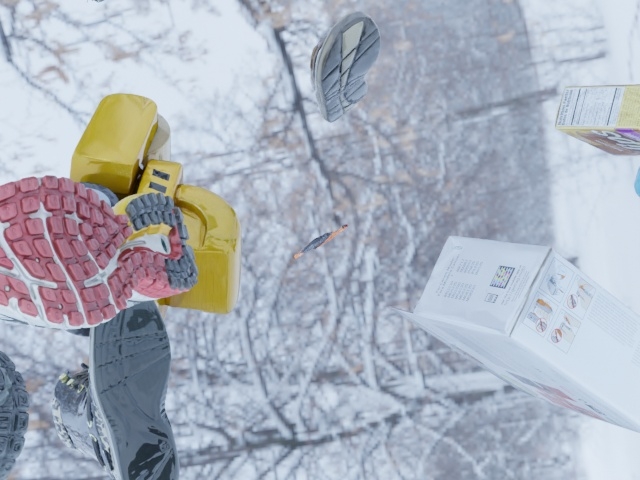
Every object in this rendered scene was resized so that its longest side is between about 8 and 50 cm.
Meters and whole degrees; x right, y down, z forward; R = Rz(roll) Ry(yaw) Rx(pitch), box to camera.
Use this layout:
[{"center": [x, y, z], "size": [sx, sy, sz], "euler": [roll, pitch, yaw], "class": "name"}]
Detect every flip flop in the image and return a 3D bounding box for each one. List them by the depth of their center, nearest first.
[{"center": [0.026, -0.271, 1.538], "size": [0.080, 0.112, 0.277], "euler": [55, 171, 12], "class": "flip flop"}]

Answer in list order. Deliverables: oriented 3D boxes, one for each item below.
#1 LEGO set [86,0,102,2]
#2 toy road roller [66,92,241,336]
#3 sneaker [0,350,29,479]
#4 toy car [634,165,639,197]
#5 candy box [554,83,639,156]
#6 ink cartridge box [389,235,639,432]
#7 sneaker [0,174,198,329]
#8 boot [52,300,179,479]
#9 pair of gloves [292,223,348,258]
[{"center": [-0.327, -0.352, 1.384], "size": [0.023, 0.054, 0.083], "euler": [-55, -45, -7], "class": "LEGO set"}, {"center": [-0.215, -0.023, 1.325], "size": [0.329, 0.241, 0.202], "euler": [-83, 1, -46], "class": "toy road roller"}, {"center": [-0.332, 0.115, 0.822], "size": [0.109, 0.130, 0.286], "euler": [24, -155, -47], "class": "sneaker"}, {"center": [0.531, -0.200, 1.375], "size": [0.238, 0.210, 0.219], "euler": [56, -131, -45], "class": "toy car"}, {"center": [0.351, -0.122, 1.030], "size": [0.109, 0.187, 0.053], "euler": [16, -92, -34], "class": "candy box"}, {"center": [0.294, 0.123, 1.370], "size": [0.309, 0.272, 0.130], "euler": [34, -102, -28], "class": "ink cartridge box"}, {"center": [-0.158, 0.019, 0.600], "size": [0.225, 0.093, 0.088], "euler": [9, -117, -72], "class": "sneaker"}, {"center": [-0.230, 0.146, 1.042], "size": [0.085, 0.179, 0.236], "euler": [-16, -72, -35], "class": "boot"}, {"center": [0.000, 0.000, 1.539], "size": [0.010, 0.074, 0.083], "euler": [58, -147, 5], "class": "pair of gloves"}]
